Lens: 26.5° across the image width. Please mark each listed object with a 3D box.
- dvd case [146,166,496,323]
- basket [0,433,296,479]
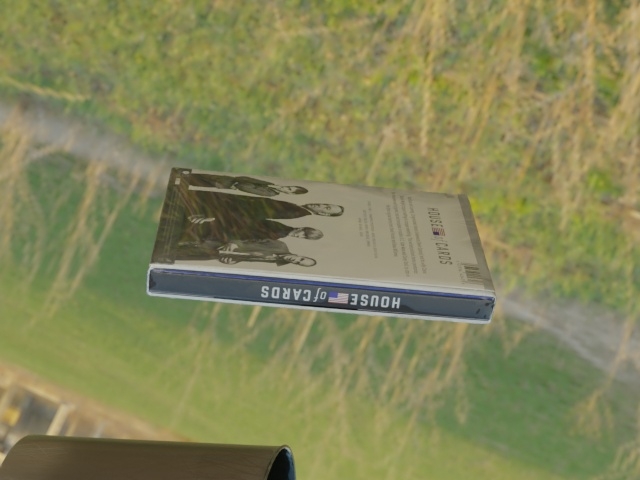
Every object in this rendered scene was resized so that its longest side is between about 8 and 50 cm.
[{"bbox_3d":[0.000,0.000,1.002,0.238,0.030,0.179,6,-156,-3],"label":"dvd case"},{"bbox_3d":[-0.149,0.241,1.124,0.226,0.204,0.154,10,-152,11],"label":"basket"}]
